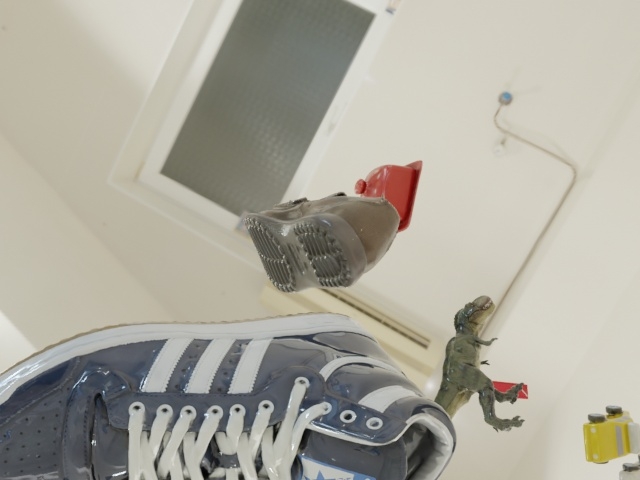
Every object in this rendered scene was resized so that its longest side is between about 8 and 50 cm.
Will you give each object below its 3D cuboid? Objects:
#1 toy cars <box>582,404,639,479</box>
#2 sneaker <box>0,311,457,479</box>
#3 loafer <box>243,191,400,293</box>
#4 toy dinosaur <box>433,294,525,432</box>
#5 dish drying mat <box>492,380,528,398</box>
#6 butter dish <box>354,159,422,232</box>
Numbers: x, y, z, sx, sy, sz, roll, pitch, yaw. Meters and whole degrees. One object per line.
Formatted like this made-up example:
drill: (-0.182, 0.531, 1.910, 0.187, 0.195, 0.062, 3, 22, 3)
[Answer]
toy cars: (0.702, 0.489, 1.413, 0.087, 0.176, 0.393, -7, 134, 46)
sneaker: (-0.053, 0.118, 0.366, 0.282, 0.099, 0.153, -7, -156, -29)
loafer: (0.000, 0.000, 0.932, 0.366, 0.130, 0.133, 7, 122, 63)
toy dinosaur: (0.198, 0.185, 0.806, 0.118, 0.064, 0.268, 32, -138, 5)
dish drying mat: (0.388, 0.309, 1.315, 0.083, 0.032, 0.008, 7, 160, -4)
butter dish: (0.128, -0.099, 1.355, 0.118, 0.159, 0.160, 18, 167, -18)
